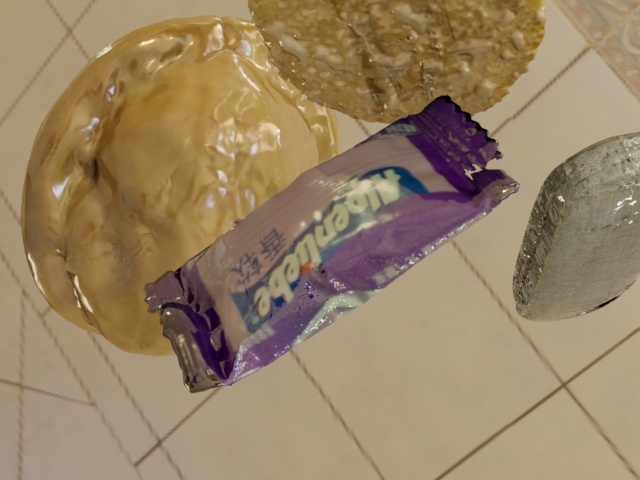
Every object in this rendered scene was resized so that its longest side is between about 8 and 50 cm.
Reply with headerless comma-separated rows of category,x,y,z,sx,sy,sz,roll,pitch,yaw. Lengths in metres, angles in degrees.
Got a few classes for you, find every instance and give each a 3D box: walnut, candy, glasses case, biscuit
walnut,-0.157,-0.054,1.203,0.384,0.384,0.383,4,98,30
candy,0.000,0.000,0.730,0.275,0.070,0.145,-32,38,3
glasses case,0.223,-0.001,0.860,0.109,0.282,0.067,-16,63,-5
biscuit,0.051,-0.166,0.756,0.220,0.033,0.219,8,136,8
